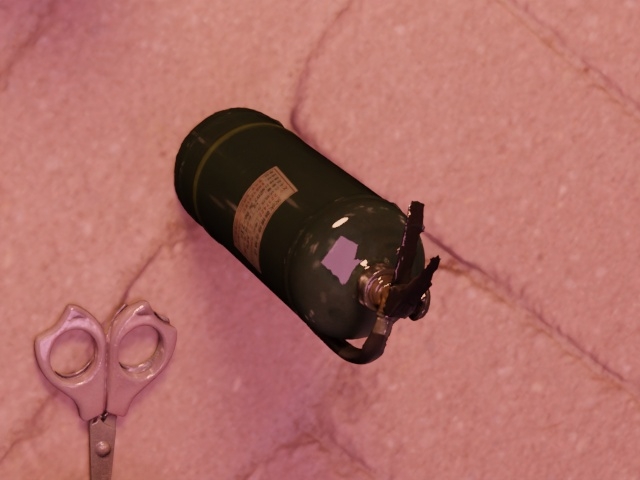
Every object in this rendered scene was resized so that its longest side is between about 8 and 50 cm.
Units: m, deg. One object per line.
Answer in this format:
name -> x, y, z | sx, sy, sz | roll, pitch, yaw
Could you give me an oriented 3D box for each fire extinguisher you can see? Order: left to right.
fire extinguisher -> 0.000, 0.000, 1.203 | 0.093, 0.294, 0.118 | 6, 106, -27

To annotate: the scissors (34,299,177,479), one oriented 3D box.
scissors -> -0.151, 0.131, 1.346 | 0.100, 0.015, 0.189 | -3, 112, -21
